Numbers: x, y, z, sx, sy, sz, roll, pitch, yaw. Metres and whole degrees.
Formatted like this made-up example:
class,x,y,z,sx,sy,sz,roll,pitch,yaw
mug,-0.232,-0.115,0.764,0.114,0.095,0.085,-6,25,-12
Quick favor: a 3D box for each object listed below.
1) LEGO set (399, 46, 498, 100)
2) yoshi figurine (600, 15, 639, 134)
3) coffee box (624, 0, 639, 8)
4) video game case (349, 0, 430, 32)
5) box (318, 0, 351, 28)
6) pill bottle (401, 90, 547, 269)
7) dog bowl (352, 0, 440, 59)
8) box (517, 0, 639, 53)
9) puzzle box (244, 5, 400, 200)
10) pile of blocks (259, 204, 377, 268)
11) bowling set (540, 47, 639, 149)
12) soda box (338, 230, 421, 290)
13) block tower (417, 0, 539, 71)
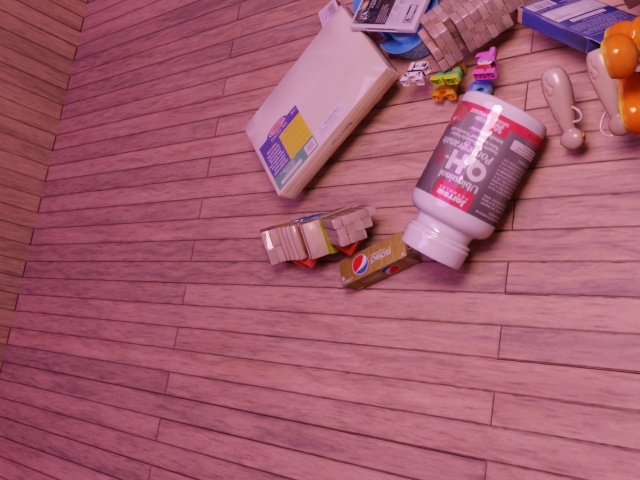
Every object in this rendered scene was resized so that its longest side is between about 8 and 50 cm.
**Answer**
class,x,y,z,sx,sy,sz,roll,pitch,yaw
LEGO set,0.295,-0.357,1.593,0.227,0.087,0.093,6,63,41
yoshi figurine,0.577,-0.242,0.993,0.362,0.203,0.203,-11,87,31
coffee box,0.572,-0.509,1.287,0.141,0.098,0.247,-28,19,34
video game case,0.174,-0.554,1.694,0.173,0.022,0.191,14,74,36
box,0.069,-0.461,1.856,0.067,0.063,0.324,-37,54,31
pill bottle,0.286,-0.112,1.452,0.176,0.176,0.319,33,99,44
dog bowl,0.191,-0.539,1.762,0.166,0.074,0.297,-47,50,21
box,0.492,-0.403,1.391,0.225,0.136,0.037,47,153,47
puzzle box,-0.011,-0.329,1.808,0.409,0.052,0.272,-47,49,24
pile of blocks,0.000,0.000,1.745,0.362,0.148,0.113,-8,103,48
bowling set,0.547,-0.272,1.293,0.287,0.199,0.154,-9,101,69
soda box,0.127,0.046,1.628,0.181,0.058,0.061,-28,58,33
block tower,0.358,-0.485,1.510,0.335,0.091,0.097,-34,45,13
